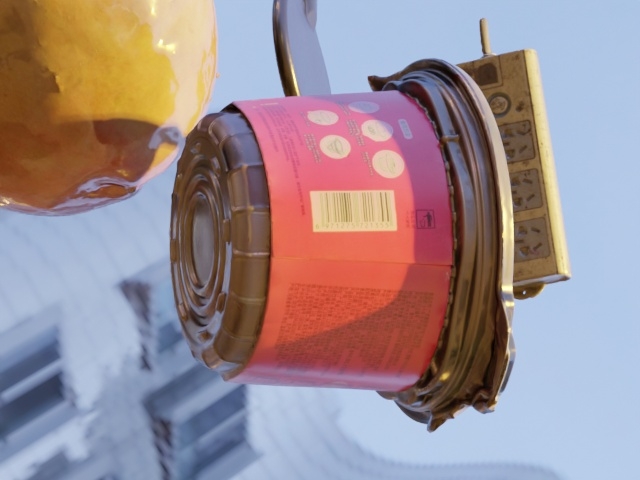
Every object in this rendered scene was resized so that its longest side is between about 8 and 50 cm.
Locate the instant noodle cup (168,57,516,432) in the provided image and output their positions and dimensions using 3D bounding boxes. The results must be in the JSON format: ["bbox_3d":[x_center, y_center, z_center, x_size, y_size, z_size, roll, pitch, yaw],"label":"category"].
[{"bbox_3d":[0.000,0.000,1.315,0.302,0.181,0.258,-127,-138,-59],"label":"instant noodle cup"}]

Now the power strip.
[{"bbox_3d":[0.167,-0.078,1.735,0.092,0.034,0.268,-11,-105,17],"label":"power strip"}]

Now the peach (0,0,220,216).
[{"bbox_3d":[-0.220,-0.158,1.502,0.292,0.247,0.292,-7,-102,35],"label":"peach"}]

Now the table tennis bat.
[{"bbox_3d":[-0.014,-0.179,1.698,0.027,0.236,0.150,-12,-44,12],"label":"table tennis bat"}]
